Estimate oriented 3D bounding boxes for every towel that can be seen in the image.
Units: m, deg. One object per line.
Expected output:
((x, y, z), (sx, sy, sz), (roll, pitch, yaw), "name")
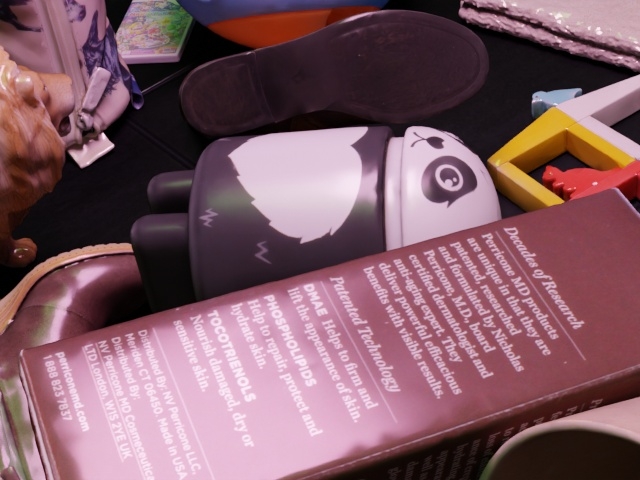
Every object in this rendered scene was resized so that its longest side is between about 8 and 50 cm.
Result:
((0.299, -0.253, 1.193), (0.282, 0.049, 0.187), (26, 55, 33), "towel")

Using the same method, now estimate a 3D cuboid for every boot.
((-0.200, 0.124, 0.884), (0.248, 0.090, 0.207), (-26, 56, -17), "boot")
((0.002, -0.140, 1.056), (0.264, 0.096, 0.280), (-17, 7, -2), "boot")

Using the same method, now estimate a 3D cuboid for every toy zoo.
((0.281, -0.054, 0.989), (0.192, 0.030, 0.293), (-29, 44, -19), "toy zoo")

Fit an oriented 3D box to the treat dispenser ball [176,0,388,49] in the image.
((-0.039, -0.339, 1.182), (0.288, 0.288, 0.288), (-6, 42, 6), "treat dispenser ball")

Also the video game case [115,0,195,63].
((-0.189, -0.241, 1.314), (0.087, 0.011, 0.122), (-1, 43, 12), "video game case")

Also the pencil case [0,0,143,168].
((-0.283, -0.266, 1.066), (0.183, 0.410, 0.160), (35, 60, 31), "pencil case")

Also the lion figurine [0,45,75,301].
((-0.378, -0.067, 0.994), (0.392, 0.240, 0.142), (7, 45, 21), "lion figurine")

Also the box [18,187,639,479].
((0.030, 0.116, 0.685), (0.381, 0.191, 0.143), (-13, 50, -17), "box")

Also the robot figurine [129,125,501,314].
((0.000, -0.003, 0.886), (0.278, 0.173, 0.209), (-3, 76, 10), "robot figurine")

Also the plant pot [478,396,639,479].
((0.264, 0.171, 0.613), (0.274, 0.256, 0.256), (-18, 40, -31), "plant pot")
